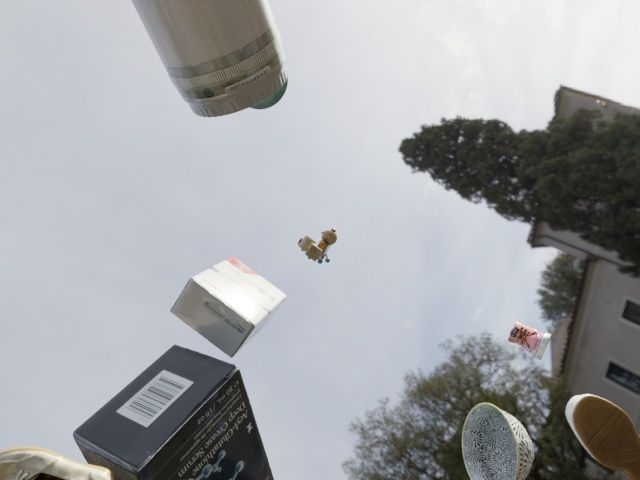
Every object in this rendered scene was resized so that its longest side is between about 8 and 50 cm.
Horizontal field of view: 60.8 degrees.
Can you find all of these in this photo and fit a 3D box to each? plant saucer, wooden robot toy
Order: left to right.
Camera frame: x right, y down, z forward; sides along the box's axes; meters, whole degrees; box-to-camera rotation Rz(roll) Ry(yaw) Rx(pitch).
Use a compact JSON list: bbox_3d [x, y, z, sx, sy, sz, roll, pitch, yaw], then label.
[{"bbox_3d":[-0.130,-0.343,1.173,0.119,0.119,0.021,-64,-14,2],"label":"plant saucer"},{"bbox_3d":[0.000,0.000,1.215,0.079,0.076,0.173,-54,-9,5],"label":"wooden robot toy"}]

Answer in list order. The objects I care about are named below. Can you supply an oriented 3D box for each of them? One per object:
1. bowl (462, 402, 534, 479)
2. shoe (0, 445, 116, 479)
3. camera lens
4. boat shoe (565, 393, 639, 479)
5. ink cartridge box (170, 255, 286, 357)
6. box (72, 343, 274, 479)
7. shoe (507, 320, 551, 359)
[{"bbox_3d":[0.354,0.402,1.049,0.080,0.170,0.170,8,-74,-19],"label":"bowl"},{"bbox_3d":[-0.474,0.415,0.952,0.219,0.058,0.076,13,-80,-5],"label":"shoe"},{"bbox_3d":[-0.196,-0.389,0.973,0.219,0.219,0.274,-38,-51,-22],"label":"camera lens"},{"bbox_3d":[0.534,0.368,1.016,0.277,0.096,0.098,41,-94,-18],"label":"boat shoe"},{"bbox_3d":[-0.230,0.163,1.423,0.114,0.197,0.273,-56,-6,15],"label":"ink cartridge box"},{"bbox_3d":[-0.303,0.491,1.217,0.293,0.212,0.395,-43,-47,-44],"label":"box"},{"bbox_3d":[0.484,0.232,1.277,0.063,0.081,0.178,-66,-19,-1],"label":"shoe"}]
